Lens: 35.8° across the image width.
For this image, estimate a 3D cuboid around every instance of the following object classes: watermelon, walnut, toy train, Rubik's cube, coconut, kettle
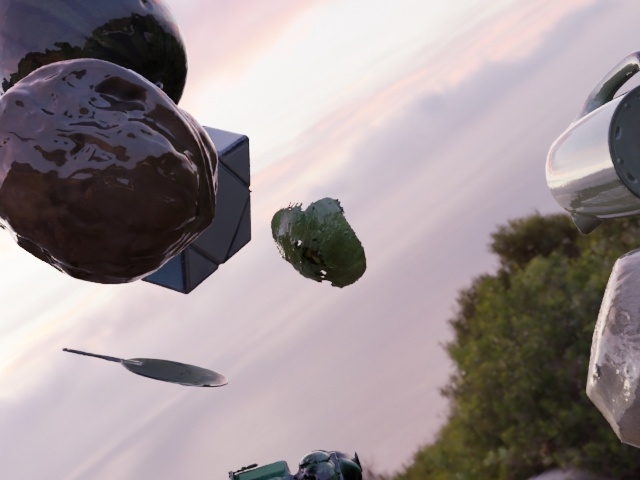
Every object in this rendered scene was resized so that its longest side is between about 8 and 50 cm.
[{"bbox_3d":[-0.340,-0.267,1.428,0.279,0.359,0.278,-32,-45,-38],"label":"watermelon"},{"bbox_3d":[-0.241,-0.074,1.087,0.227,0.273,0.273,-61,-1,-2],"label":"walnut"},{"bbox_3d":[-0.005,0.344,1.131,0.155,0.269,0.115,-17,38,0],"label":"toy train"},{"bbox_3d":[-0.246,-0.064,1.605,0.207,0.205,0.205,-43,-39,-52],"label":"Rubik's cube"},{"bbox_3d":[0.419,0.120,1.030,0.237,0.266,0.237,9,-90,-78],"label":"coconut"},{"bbox_3d":[0.420,-0.138,1.351,0.165,0.240,0.255,7,-6,-6],"label":"kettle"},{"bbox_3d":[-0.003,0.003,1.427,0.055,0.158,0.133,-59,-8,-51],"label":"coconut"}]

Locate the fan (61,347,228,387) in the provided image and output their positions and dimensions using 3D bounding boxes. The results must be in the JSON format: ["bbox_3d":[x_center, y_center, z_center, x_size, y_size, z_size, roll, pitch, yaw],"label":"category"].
[{"bbox_3d":[-0.181,0.129,1.023,0.113,0.175,0.005,-62,-17,-88],"label":"fan"}]
